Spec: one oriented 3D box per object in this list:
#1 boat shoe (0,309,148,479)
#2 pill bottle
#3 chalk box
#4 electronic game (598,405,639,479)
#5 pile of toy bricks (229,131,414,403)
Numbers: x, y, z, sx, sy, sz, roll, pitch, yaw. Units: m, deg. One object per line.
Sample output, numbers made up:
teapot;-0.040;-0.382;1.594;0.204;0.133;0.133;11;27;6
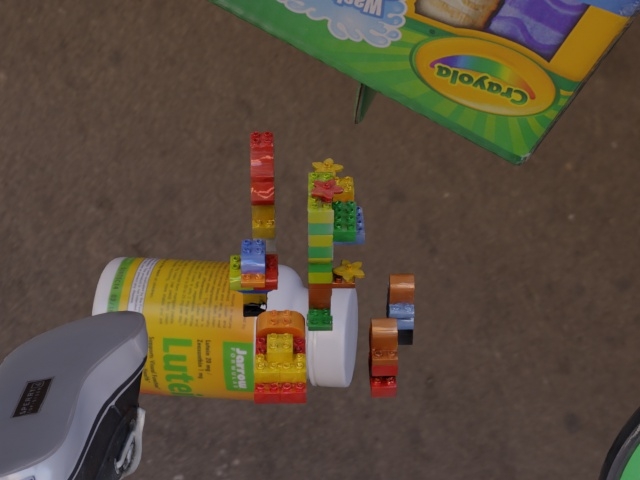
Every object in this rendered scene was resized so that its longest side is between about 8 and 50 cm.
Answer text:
boat shoe;-0.185;0.147;0.970;0.113;0.306;0.104;-11;108;3
pill bottle;-0.091;0.089;1.282;0.246;0.136;0.136;2;64;9
chalk box;0.063;-0.172;0.549;0.179;0.289;0.180;28;49;-4
electronic game;0.282;0.151;0.787;0.229;0.229;0.048;27;26;-18
pile of toy bricks;0.000;0.000;0.826;0.118;0.105;0.212;-1;40;-2
